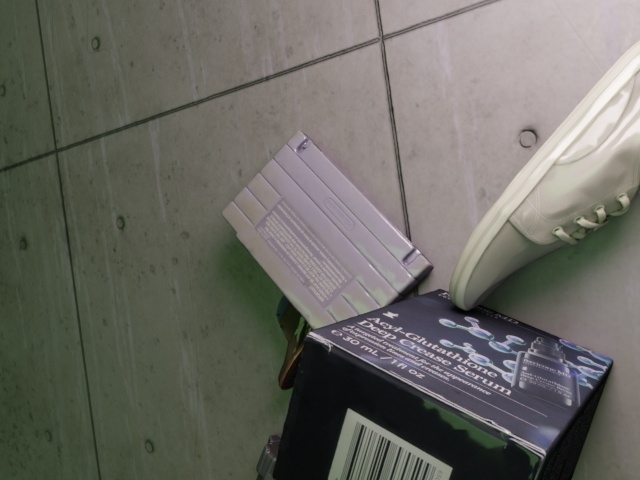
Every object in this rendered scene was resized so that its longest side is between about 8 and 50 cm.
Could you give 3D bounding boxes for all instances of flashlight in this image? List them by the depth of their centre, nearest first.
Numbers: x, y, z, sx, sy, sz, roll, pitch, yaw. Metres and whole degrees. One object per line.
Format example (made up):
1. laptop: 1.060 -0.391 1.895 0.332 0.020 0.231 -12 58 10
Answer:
1. flashlight: -0.111 0.556 1.248 0.103 0.103 0.304 21 106 4

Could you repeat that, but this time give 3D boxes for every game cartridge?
1. game cartridge: 0.000 0.000 1.105 0.230 0.068 0.355 -47 68 12

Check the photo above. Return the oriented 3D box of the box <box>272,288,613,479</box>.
1. box: 0.183 0.235 0.833 0.293 0.395 0.212 22 105 30

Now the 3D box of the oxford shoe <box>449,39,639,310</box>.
1. oxford shoe: 0.340 -0.058 0.844 0.130 0.169 0.449 45 112 21

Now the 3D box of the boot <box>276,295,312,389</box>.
1. boot: -0.041 0.173 1.186 0.106 0.082 0.219 38 105 37
